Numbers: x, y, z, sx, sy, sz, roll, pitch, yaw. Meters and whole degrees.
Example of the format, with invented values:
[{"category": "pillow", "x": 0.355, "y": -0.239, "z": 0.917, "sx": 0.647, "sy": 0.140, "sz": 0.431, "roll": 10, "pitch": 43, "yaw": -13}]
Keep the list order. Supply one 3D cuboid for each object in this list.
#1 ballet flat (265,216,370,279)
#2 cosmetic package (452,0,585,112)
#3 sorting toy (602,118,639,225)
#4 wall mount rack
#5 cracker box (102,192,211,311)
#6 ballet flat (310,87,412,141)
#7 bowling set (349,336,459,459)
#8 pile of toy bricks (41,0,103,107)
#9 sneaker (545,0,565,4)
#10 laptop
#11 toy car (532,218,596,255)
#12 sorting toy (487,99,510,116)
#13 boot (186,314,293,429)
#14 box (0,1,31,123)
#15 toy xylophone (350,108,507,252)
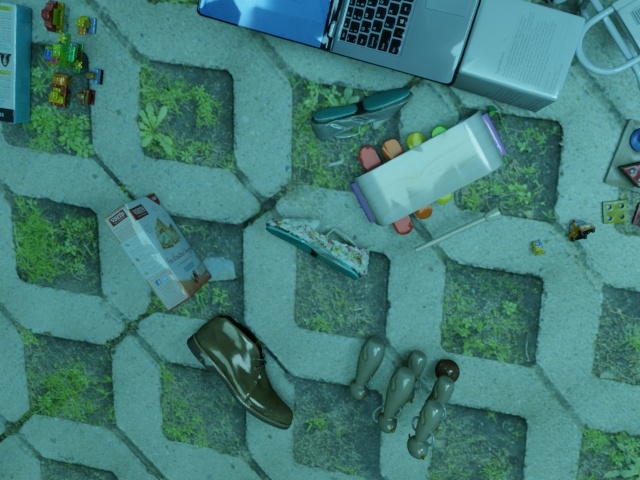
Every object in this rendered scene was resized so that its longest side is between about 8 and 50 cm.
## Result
[{"category": "ballet flat", "x": 0.000, "y": 0.000, "z": 1.294, "sx": 0.241, "sy": 0.091, "sz": 0.077, "roll": 29, "pitch": 74, "yaw": -5}, {"category": "cosmetic package", "x": 0.354, "y": -0.343, "z": 1.116, "sx": 0.183, "sy": 0.151, "sz": 0.151, "roll": 18, "pitch": 96, "yaw": 3}, {"category": "sorting toy", "x": 0.649, "y": -0.148, "z": 1.189, "sx": 0.132, "sy": 0.046, "sz": 0.275, "roll": 17, "pitch": 105, "yaw": 3}, {"category": "wall mount rack", "x": 0.644, "y": -0.361, "z": 1.085, "sx": 0.350, "sy": 0.130, "sz": 0.304, "roll": -29, "pitch": 85, "yaw": 12}, {"category": "cracker box", "x": -0.341, "y": 0.020, "z": 1.290, "sx": 0.067, "sy": 0.156, "sz": 0.232, "roll": -33, "pitch": 98, "yaw": 13}, {"category": "ballet flat", "x": 0.087, "y": -0.253, "z": 1.231, "sx": 0.213, "sy": 0.072, "sz": 0.068, "roll": -13, "pitch": 128, "yaw": 10}, {"category": "bowling set", "x": 0.212, "y": 0.338, "z": 1.292, "sx": 0.200, "sy": 0.287, "sz": 0.154, "roll": 5, "pitch": 113, "yaw": -29}, {"category": "pile of toy bricks", "x": -0.525, "y": -0.379, "z": 1.247, "sx": 0.118, "sy": 0.105, "sz": 0.212, "roll": 11, "pitch": 104, "yaw": 4}, {"category": "sneaker", "x": 0.435, "y": -0.532, "z": 1.128, "sx": 0.071, "sy": 0.068, "sz": 0.170, "roll": -24, "pitch": 108, "yaw": -4}, {"category": "laptop", "x": 0.061, "y": -0.503, "z": 0.996, "sx": 0.408, "sy": 0.236, "sz": 0.382, "roll": 24, "pitch": 109, "yaw": 24}, {"category": "toy car", "x": 0.494, "y": -0.012, "z": 1.236, "sx": 0.122, "sy": 0.060, "sz": 0.040, "roll": -18, "pitch": 68, "yaw": 4}, {"category": "sorting toy", "x": 0.357, "y": -0.291, "z": 1.208, "sx": 0.062, "sy": 0.012, "sz": 0.083, "roll": 42, "pitch": 104, "yaw": -1}, {"category": "boot", "x": -0.156, "y": 0.296, "z": 1.363, "sx": 0.115, "sy": 0.112, "sz": 0.305, "roll": -44, "pitch": 92, "yaw": 3}, {"category": "box", "x": -0.679, "y": -0.378, "z": 1.289, "sx": 0.100, "sy": 0.060, "sz": 0.244, "roll": 9, "pitch": 104, "yaw": 5}, {"category": "toy xylophone", "x": 0.228, "y": -0.116, "z": 1.228, "sx": 0.322, "sy": 0.081, "sz": 0.236, "roll": -19, "pitch": 100, "yaw": 11}]
